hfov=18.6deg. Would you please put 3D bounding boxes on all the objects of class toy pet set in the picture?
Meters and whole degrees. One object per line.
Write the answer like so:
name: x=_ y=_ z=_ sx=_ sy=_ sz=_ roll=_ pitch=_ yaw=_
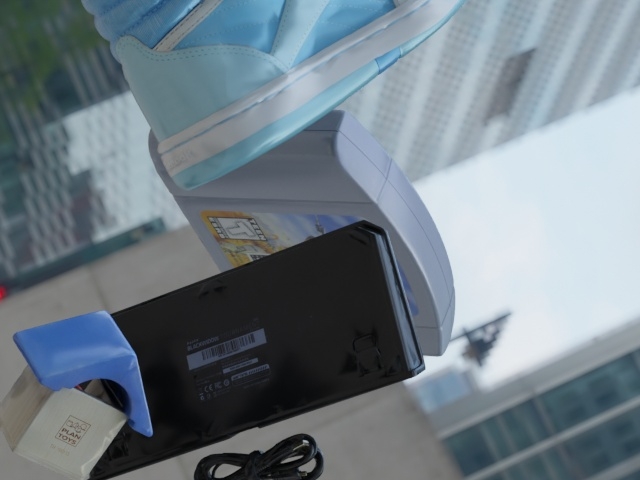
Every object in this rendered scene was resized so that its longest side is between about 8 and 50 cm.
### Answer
toy pet set: x=-0.125 y=0.046 z=0.866 sx=0.122 sy=0.065 sz=0.114 roll=30 pitch=9 yaw=-33

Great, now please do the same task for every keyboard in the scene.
keyboard: x=-0.037 y=0.068 z=0.920 sx=0.023 sy=0.180 sz=0.108 roll=19 pitch=54 yaw=-61

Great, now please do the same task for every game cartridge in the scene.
game cartridge: x=0.000 y=0.000 z=1.622 sx=0.198 sy=0.062 sz=0.297 roll=6 pitch=-33 yaw=29

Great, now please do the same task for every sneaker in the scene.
sneaker: x=-0.030 y=-0.195 z=1.356 sx=0.127 sy=0.319 sz=0.208 roll=-24 pitch=-78 yaw=50
